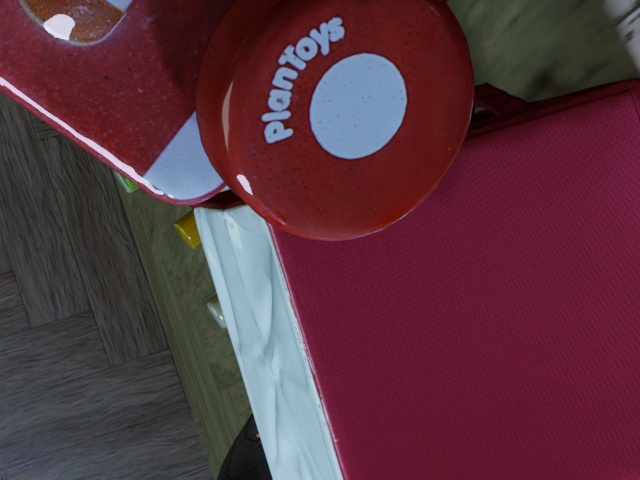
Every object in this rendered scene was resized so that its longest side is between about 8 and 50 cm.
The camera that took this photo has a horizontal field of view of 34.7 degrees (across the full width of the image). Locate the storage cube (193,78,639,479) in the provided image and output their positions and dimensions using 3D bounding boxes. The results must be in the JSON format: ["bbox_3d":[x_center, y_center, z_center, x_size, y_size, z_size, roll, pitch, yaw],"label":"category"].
[{"bbox_3d":[0.060,0.037,0.543,0.184,0.193,0.215,-175,67,-73],"label":"storage cube"}]

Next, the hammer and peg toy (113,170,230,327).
[{"bbox_3d":[-0.095,-0.049,0.981,0.266,0.127,0.361,55,166,5],"label":"hammer and peg toy"}]

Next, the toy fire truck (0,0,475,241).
[{"bbox_3d":[-0.030,-0.164,0.370,0.254,0.302,0.169,36,-175,-36],"label":"toy fire truck"}]

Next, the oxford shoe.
[{"bbox_3d":[-0.050,0.199,1.064,0.271,0.097,0.098,-58,-31,-57],"label":"oxford shoe"}]
